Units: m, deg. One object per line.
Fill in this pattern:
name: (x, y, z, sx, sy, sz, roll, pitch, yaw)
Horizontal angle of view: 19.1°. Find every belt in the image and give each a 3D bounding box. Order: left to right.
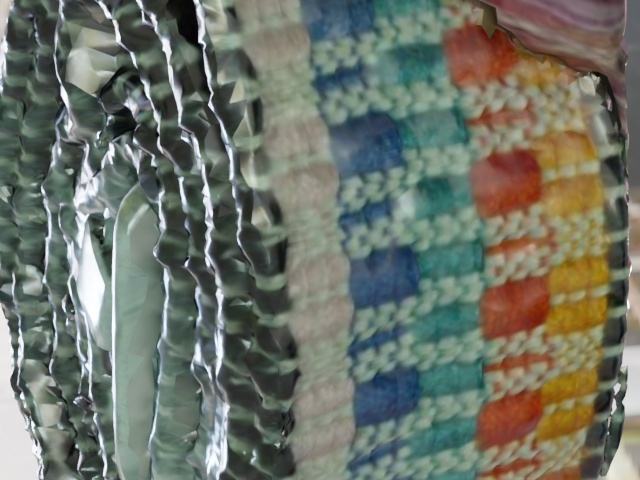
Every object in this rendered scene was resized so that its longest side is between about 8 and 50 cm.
belt: (0.000, 0.000, 0.615, 0.160, 0.295, 0.207, -14, -151, -28)
